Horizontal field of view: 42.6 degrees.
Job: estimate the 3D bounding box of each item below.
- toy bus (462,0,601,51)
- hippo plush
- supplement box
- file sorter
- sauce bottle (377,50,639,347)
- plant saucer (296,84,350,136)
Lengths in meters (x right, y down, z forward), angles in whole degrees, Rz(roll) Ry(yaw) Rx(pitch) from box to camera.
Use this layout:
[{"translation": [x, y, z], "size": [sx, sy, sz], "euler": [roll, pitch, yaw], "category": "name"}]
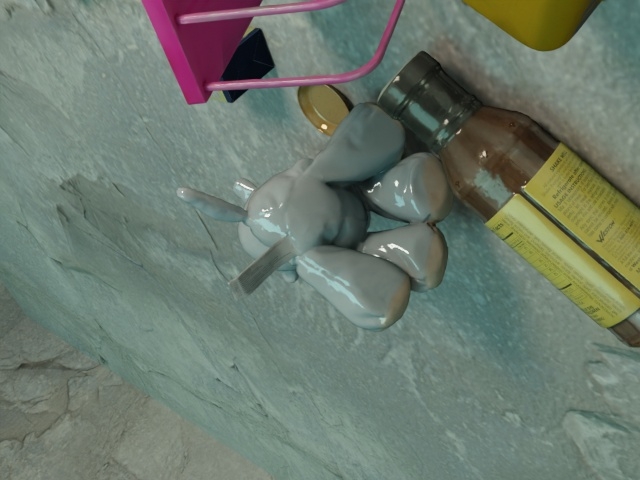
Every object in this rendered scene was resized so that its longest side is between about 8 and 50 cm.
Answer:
[{"translation": [0.143, -0.204, 0.480], "size": [0.108, 0.130, 0.332], "euler": [38, -173, 9], "category": "toy bus"}, {"translation": [0.000, 0.000, 0.971], "size": [0.234, 0.294, 0.236], "euler": [61, 161, -1], "category": "hippo plush"}, {"translation": [-0.119, -0.218, 1.005], "size": [0.083, 0.083, 0.056], "euler": [18, 142, 38], "category": "supplement box"}, {"translation": [-0.048, -0.292, 0.663], "size": [0.182, 0.202, 0.291], "euler": [0, 135, 21], "category": "file sorter"}, {"translation": [0.205, -0.048, 0.790], "size": [0.344, 0.111, 0.111], "euler": [43, 152, 3], "category": "sauce bottle"}, {"translation": [0.008, -0.162, 0.989], "size": [0.083, 0.015, 0.083], "euler": [32, 150, 21], "category": "plant saucer"}]
